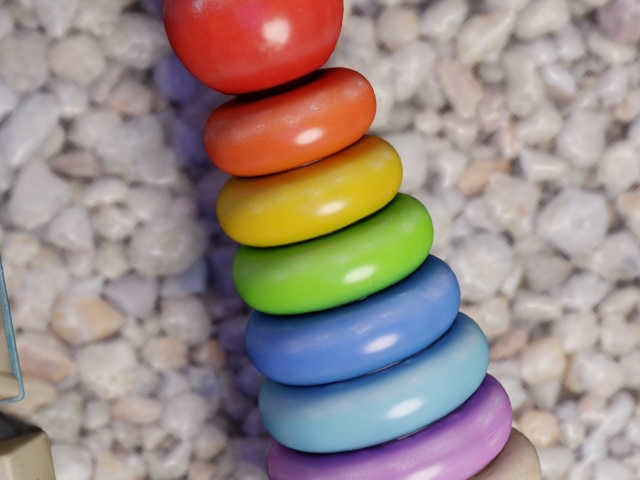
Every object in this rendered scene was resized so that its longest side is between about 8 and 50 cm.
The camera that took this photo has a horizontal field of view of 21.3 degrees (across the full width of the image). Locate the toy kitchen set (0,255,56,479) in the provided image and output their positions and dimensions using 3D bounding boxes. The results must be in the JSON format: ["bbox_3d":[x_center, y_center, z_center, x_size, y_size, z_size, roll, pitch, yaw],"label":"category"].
[{"bbox_3d":[-0.241,0.068,0.891,0.166,0.122,0.207,-10,88,1],"label":"toy kitchen set"}]

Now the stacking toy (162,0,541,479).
[{"bbox_3d":[0.000,0.000,0.860,0.141,0.141,0.330,-19,104,3],"label":"stacking toy"}]
